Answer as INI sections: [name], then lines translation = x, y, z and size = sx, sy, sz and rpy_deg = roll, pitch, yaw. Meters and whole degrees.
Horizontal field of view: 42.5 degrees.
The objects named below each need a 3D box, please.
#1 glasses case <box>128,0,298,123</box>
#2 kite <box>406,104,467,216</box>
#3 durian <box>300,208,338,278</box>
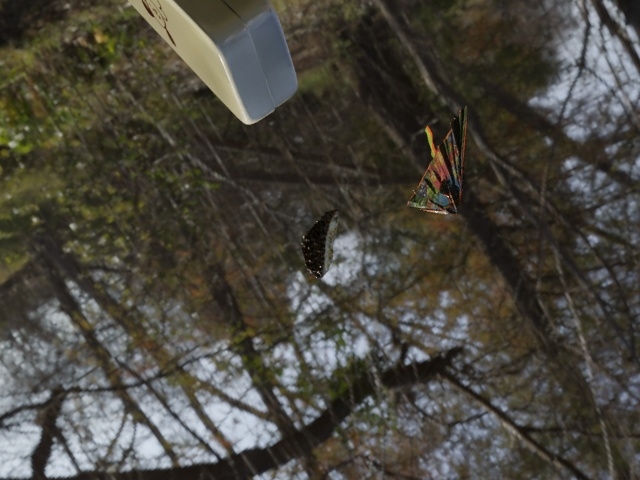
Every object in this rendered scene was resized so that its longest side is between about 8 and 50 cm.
[glasses case]
translation = -0.144, -0.257, 0.846
size = 0.070, 0.313, 0.131
rpy_deg = -36, 150, -10
[kite]
translation = 0.186, -0.106, 1.311
size = 0.014, 0.183, 0.241
rpy_deg = 1, 146, -20
[durian]
translation = 0.008, 0.000, 1.388
size = 0.052, 0.066, 0.130
rpy_deg = -12, -120, 52
